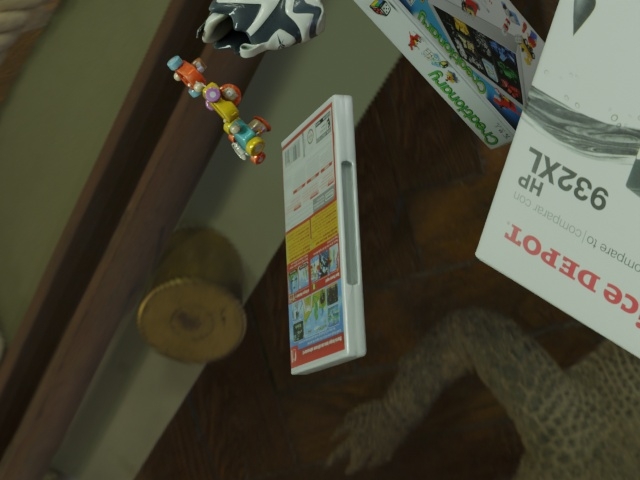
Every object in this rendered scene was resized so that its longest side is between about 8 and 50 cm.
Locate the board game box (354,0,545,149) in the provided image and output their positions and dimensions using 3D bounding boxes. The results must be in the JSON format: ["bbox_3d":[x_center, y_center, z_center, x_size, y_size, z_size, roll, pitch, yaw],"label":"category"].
[{"bbox_3d":[0.172,-0.289,1.709,0.053,0.193,0.305,-20,127,42],"label":"board game box"}]

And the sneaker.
[{"bbox_3d":[-0.115,-0.329,1.730,0.153,0.094,0.235,-30,71,-16],"label":"sneaker"}]

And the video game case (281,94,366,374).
[{"bbox_3d":[0.000,0.000,1.482,0.025,0.204,0.285,1,79,-19],"label":"video game case"}]

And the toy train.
[{"bbox_3d":[-0.121,-0.173,1.679,0.046,0.125,0.166,-42,115,-7],"label":"toy train"}]

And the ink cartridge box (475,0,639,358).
[{"bbox_3d":[0.263,-0.078,0.887,0.223,0.129,0.307,34,122,33],"label":"ink cartridge box"}]
